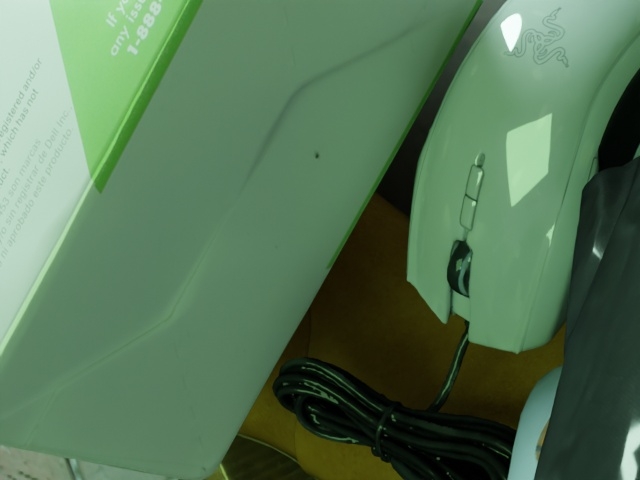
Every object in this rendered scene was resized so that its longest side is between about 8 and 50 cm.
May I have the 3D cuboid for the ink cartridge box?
[{"bbox_3d":[-0.126,-0.095,0.693,0.353,0.119,0.207,41,107,41],"label":"ink cartridge box"}]

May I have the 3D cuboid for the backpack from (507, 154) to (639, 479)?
[{"bbox_3d":[0.176,0.091,0.459,0.263,0.276,0.213,26,136,-7],"label":"backpack"}]

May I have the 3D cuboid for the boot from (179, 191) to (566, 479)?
[{"bbox_3d":[0.000,0.000,0.707,0.295,0.104,0.211,-26,86,47],"label":"boot"}]

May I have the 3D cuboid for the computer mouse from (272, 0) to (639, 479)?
[{"bbox_3d":[0.052,-0.004,0.585,0.106,0.042,0.193,32,111,36],"label":"computer mouse"}]
